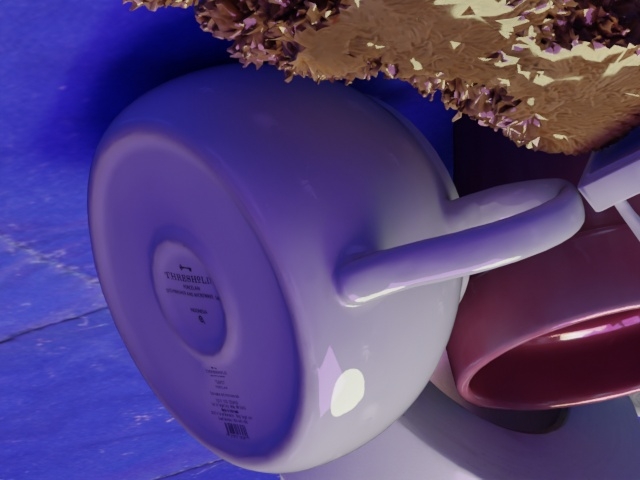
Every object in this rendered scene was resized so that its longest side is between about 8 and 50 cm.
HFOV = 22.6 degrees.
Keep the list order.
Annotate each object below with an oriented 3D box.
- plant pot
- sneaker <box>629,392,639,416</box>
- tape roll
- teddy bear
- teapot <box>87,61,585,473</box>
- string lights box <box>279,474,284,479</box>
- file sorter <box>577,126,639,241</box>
[{"bbox_3d":[0.166,-0.006,1.024,0.201,0.180,0.201,-9,158,-4],"label":"plant pot"},{"bbox_3d":[0.219,0.086,1.316,0.293,0.108,0.169,9,176,36],"label":"sneaker"},{"bbox_3d":[0.086,0.112,1.129,0.286,0.286,0.100,8,128,-39],"label":"tape roll"},{"bbox_3d":[0.035,-0.146,0.750,0.338,0.113,0.245,8,147,-23],"label":"teddy bear"},{"bbox_3d":[0.000,0.000,0.929,0.187,0.256,0.252,-24,148,-32],"label":"teapot"},{"bbox_3d":[0.088,0.223,1.635,0.260,0.076,0.133,-10,-174,0],"label":"string lights box"},{"bbox_3d":[0.315,-0.068,0.842,0.278,0.193,0.173,-28,109,36],"label":"file sorter"}]
